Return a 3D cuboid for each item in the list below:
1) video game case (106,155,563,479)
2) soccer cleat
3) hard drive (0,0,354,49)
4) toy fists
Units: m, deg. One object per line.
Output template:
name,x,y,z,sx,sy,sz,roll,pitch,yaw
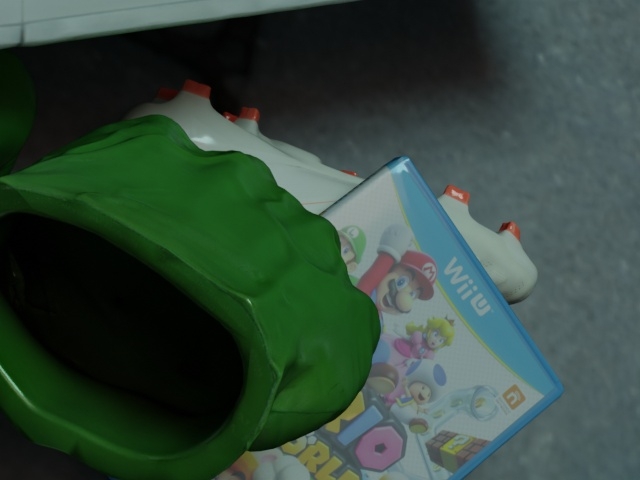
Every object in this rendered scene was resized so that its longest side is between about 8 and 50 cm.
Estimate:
video game case,0.002,0.062,0.530,0.166,0.015,0.119,-37,99,-15
soccer cleat,0.000,0.000,0.573,0.196,0.068,0.076,21,81,-20
hard drive,-0.031,-0.160,0.554,0.353,0.047,0.233,-14,39,-31
toy fists,-0.112,-0.012,0.452,0.279,0.096,0.142,24,20,10
